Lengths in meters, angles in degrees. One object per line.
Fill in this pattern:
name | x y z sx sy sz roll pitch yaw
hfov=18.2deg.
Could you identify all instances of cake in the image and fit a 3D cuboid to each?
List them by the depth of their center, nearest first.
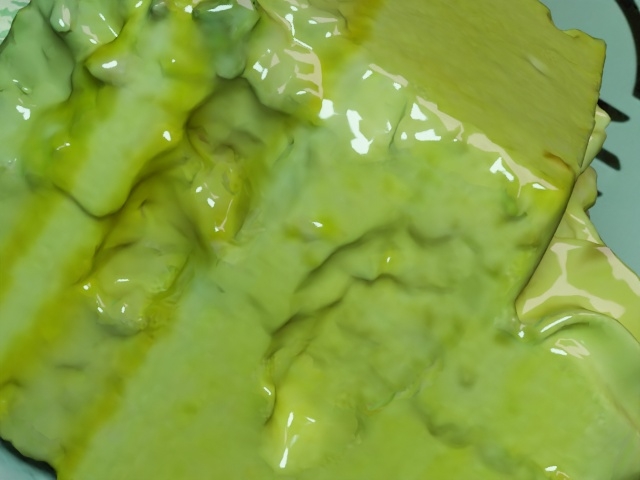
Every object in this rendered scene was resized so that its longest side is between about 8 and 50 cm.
cake | 0.000 0.000 0.806 0.286 0.222 0.227 33 25 -4

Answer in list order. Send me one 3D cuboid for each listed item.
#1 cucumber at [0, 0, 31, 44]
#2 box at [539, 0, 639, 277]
cucumber | -0.210 -0.078 0.849 0.193 0.085 0.115 17 61 -29
box | 0.125 -0.171 1.188 0.314 0.300 0.312 32 25 -8
